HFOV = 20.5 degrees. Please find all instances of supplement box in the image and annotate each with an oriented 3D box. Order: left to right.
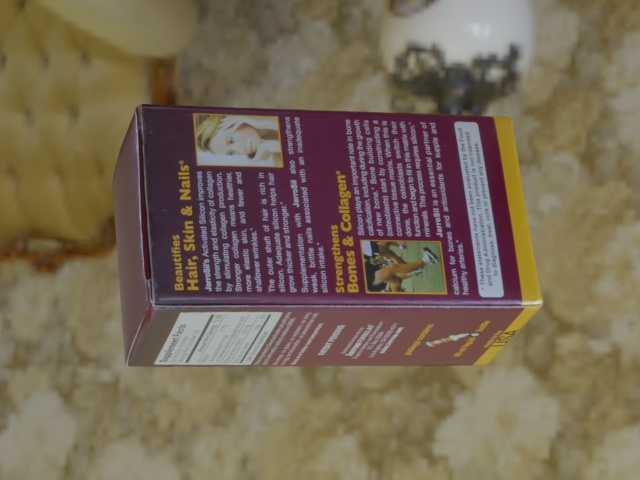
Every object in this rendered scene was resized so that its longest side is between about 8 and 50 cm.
[{"bbox_3d":[0.000,0.000,0.848,0.188,0.104,0.081,1,154,-16],"label":"supplement box"}]
